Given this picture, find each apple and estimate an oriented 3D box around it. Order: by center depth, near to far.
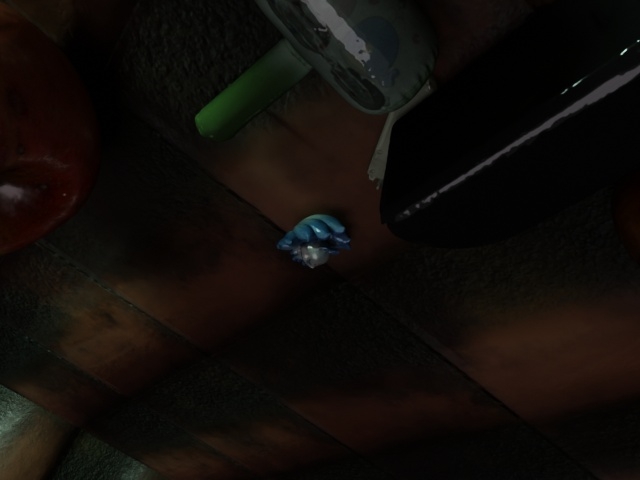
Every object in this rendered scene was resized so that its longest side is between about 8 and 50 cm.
[{"bbox_3d":[-0.485,-0.145,0.679,0.364,0.364,0.364,12,138,11],"label":"apple"}]

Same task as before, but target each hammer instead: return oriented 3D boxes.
[{"bbox_3d":[-0.043,-0.195,0.624,0.206,0.119,0.335,44,141,-22],"label":"hammer"}]

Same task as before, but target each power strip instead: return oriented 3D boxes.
[{"bbox_3d":[0.099,-0.131,0.677,0.047,0.030,0.191,19,138,1],"label":"power strip"}]

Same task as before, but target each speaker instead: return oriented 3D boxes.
[{"bbox_3d":[0.254,-0.109,0.505,0.184,0.180,0.388,40,129,-23],"label":"speaker"}]

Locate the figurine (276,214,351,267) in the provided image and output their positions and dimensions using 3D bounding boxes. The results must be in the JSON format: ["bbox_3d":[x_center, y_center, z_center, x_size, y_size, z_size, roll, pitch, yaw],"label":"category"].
[{"bbox_3d":[0.000,0.000,0.820,0.114,0.079,0.114,3,159,1],"label":"figurine"}]

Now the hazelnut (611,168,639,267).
[{"bbox_3d":[0.416,-0.021,0.560,0.210,0.210,0.186,36,114,-15],"label":"hazelnut"}]
